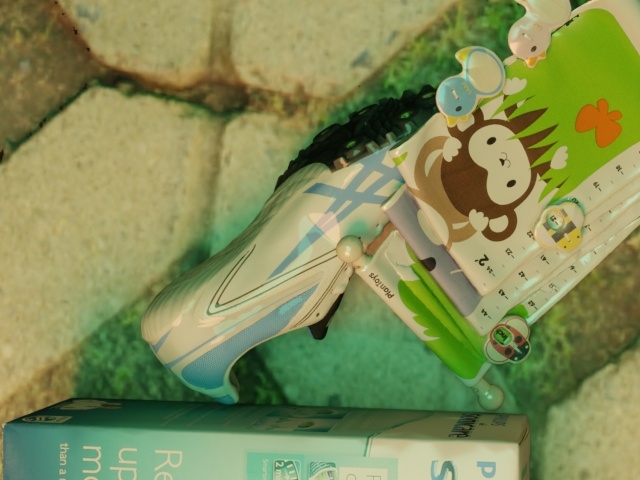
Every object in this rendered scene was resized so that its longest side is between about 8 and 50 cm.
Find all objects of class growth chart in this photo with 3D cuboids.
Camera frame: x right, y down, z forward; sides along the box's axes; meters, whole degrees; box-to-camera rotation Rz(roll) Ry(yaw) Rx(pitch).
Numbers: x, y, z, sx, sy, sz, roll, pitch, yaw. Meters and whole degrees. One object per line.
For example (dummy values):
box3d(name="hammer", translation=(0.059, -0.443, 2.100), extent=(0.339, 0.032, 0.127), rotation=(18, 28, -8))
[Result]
box3d(name="growth chart", translation=(0.121, -0.035, 0.933), extent=(0.172, 0.021, 0.237), rotation=(40, 97, -23))

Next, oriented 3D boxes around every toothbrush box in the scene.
box3d(name="toothbrush box", translation=(-0.027, 0.208, 0.949), extent=(0.295, 0.126, 0.216), rotation=(2, 92, 9))

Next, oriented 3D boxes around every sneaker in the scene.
box3d(name="sneaker", translation=(0.000, 0.000, 0.966), extent=(0.237, 0.085, 0.086), rotation=(-43, 108, 6))
